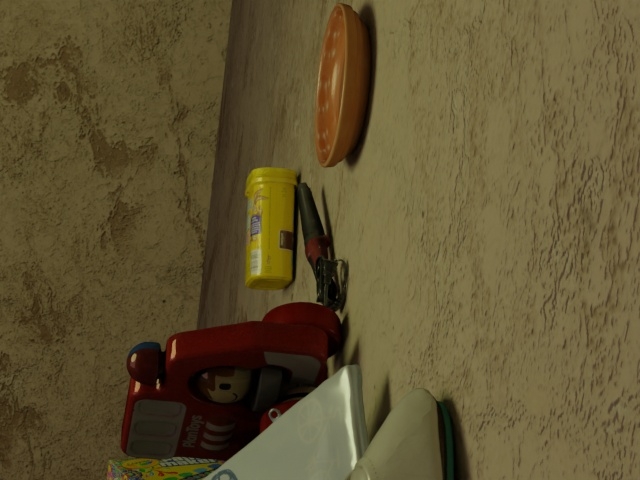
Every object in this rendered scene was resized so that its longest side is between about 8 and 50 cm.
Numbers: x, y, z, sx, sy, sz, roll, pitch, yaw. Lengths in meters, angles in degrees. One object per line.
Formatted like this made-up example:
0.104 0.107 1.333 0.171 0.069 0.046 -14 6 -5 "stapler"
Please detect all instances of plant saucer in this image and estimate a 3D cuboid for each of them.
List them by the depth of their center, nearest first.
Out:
0.028 -0.187 1.581 0.200 0.037 0.200 -176 90 -81 "plant saucer"

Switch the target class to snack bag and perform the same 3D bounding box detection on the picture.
-0.033 0.326 1.330 0.342 0.037 0.323 -44 41 39 "snack bag"

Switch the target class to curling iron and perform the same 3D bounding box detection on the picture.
0.000 0.000 1.658 0.274 0.035 0.068 -103 25 -58 "curling iron"

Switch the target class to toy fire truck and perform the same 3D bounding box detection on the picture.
-0.109 0.190 1.552 0.302 0.253 0.169 109 163 -55 "toy fire truck"

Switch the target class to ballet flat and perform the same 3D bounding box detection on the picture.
0.039 0.307 1.019 0.139 0.139 0.400 119 154 -67 "ballet flat"

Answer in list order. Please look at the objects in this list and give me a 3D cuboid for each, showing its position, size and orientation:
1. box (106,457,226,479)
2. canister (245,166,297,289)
-0.161 0.465 1.706 0.279 0.177 0.290 22 108 57 "box"
-0.078 -0.015 2.003 0.126 0.073 0.170 134 138 -75 "canister"
